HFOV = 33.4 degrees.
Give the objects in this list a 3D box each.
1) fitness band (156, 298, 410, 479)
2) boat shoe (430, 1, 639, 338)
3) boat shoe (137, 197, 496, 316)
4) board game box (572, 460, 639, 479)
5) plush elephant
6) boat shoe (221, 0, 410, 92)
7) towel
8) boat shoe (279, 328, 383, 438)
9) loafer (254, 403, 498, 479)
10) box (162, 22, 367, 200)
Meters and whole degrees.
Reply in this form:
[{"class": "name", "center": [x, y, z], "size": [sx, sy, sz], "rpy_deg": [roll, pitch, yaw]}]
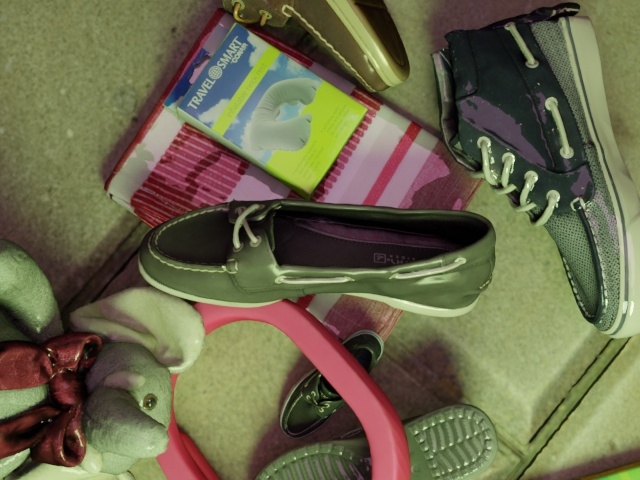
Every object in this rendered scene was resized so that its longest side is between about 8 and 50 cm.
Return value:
[{"class": "fitness band", "center": [-0.047, 0.177, 1.004], "size": [0.209, 0.054, 0.291], "rpy_deg": [-48, 66, 8]}, {"class": "boat shoe", "center": [0.208, -0.062, 1.050], "size": [0.158, 0.127, 0.341], "rpy_deg": [-8, 76, -12]}, {"class": "boat shoe", "center": [0.000, 0.000, 0.997], "size": [0.335, 0.096, 0.112], "rpy_deg": [5, 48, -7]}, {"class": "board game box", "center": [0.283, 0.298, 1.066], "size": [0.259, 0.039, 0.124], "rpy_deg": [-15, 85, -7]}, {"class": "plush elephant", "center": [-0.237, 0.143, 0.934], "size": [0.255, 0.330, 0.272], "rpy_deg": [13, 89, -13]}, {"class": "boat shoe", "center": [-0.049, -0.271, 1.080], "size": [0.123, 0.123, 0.342], "rpy_deg": [-40, 93, 22]}, {"class": "towel", "center": [-0.025, -0.061, 1.087], "size": [0.329, 0.037, 0.237], "rpy_deg": [32, 83, 1]}, {"class": "boat shoe", "center": [0.007, 0.143, 1.045], "size": [0.049, 0.040, 0.142], "rpy_deg": [40, 106, -1]}, {"class": "loafer", "center": [0.056, 0.226, 1.037], "size": [0.251, 0.087, 0.094], "rpy_deg": [-18, 78, 13]}, {"class": "box", "center": [-0.056, -0.133, 1.059], "size": [0.178, 0.042, 0.109], "rpy_deg": [33, 81, 2]}]
